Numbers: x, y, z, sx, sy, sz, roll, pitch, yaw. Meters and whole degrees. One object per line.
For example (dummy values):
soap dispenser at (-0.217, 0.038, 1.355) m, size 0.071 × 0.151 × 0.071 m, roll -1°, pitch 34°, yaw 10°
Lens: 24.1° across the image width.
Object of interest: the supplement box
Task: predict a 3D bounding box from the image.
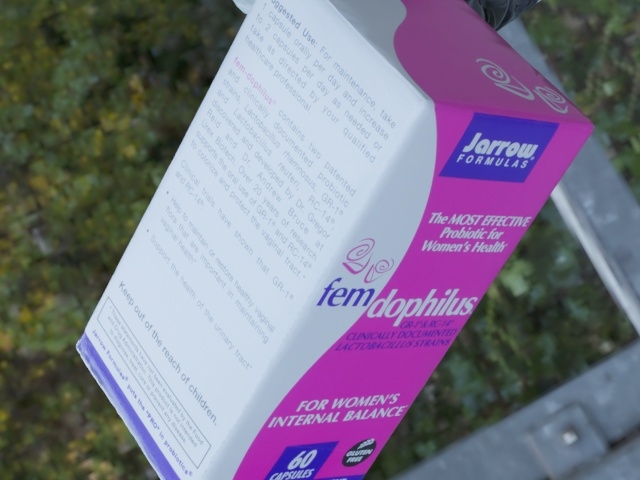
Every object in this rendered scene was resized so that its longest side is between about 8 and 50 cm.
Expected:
supplement box at (0.000, 0.000, 0.662) m, size 0.114 × 0.111 × 0.220 m, roll 49°, pitch 123°, yaw 36°

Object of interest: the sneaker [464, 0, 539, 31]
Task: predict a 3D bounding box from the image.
sneaker at (0.071, -0.214, 0.880) m, size 0.101 × 0.153 × 0.268 m, roll 10°, pitch 141°, yaw 31°

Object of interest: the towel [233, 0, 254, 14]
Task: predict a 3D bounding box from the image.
towel at (-0.059, -0.383, 1.050) m, size 0.090 × 0.374 × 0.320 m, roll 1°, pitch 157°, yaw 32°
